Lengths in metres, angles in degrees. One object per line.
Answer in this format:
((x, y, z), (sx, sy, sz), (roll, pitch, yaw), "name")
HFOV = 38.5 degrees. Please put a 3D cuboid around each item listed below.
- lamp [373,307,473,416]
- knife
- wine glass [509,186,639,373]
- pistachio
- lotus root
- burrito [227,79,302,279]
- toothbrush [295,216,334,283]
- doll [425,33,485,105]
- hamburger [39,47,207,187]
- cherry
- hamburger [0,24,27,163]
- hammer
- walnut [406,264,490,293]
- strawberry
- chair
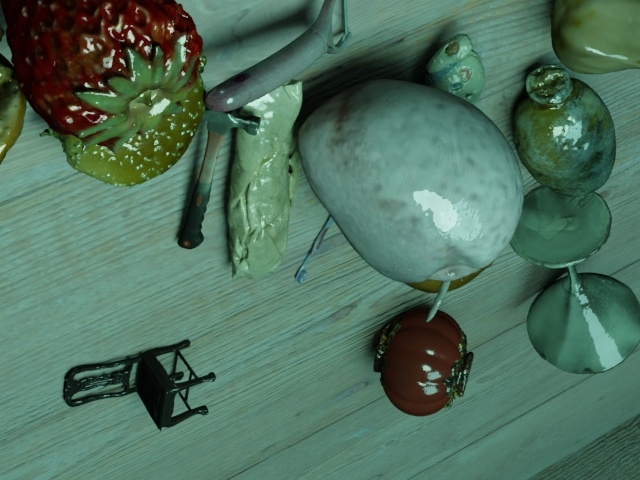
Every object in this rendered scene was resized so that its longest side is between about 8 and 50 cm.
((0.207, 0.250, 1.903), (0.227, 0.227, 0.226), (-22, 141, -19), "lamp")
((-0.040, -0.252, 1.211), (0.278, 0.053, 0.123), (-43, 144, -30), "knife")
((0.538, 0.076, 1.947), (0.267, 0.267, 0.406), (-34, 139, -4), "wine glass")
((0.481, -0.351, 1.475), (0.288, 0.197, 0.166), (-19, 145, -39), "pistachio")
((0.452, -0.175, 1.673), (0.175, 0.175, 0.349), (-41, 142, 6), "lotus root")
((-0.085, -0.085, 1.409), (0.117, 0.076, 0.392), (-17, 139, -24), "burrito")
((0.000, 0.000, 1.618), (0.013, 0.019, 0.193), (3, 126, -40), "toothbrush")
((0.215, -0.251, 1.477), (0.104, 0.071, 0.214), (-23, 149, -4), "doll")
((-0.233, -0.176, 1.156), (0.189, 0.122, 0.215), (17, 116, -46), "hamburger")
((0.140, -0.088, 1.375), (0.291, 0.326, 0.335), (-49, 145, 0), "cherry")
((-0.452, -0.148, 0.936), (0.261, 0.245, 0.211), (6, 158, 15), "hamburger")
((-0.169, -0.087, 1.344), (0.111, 0.033, 0.287), (18, 135, -3), "hammer")
((0.238, -0.029, 1.630), (0.203, 0.203, 0.297), (-1, 138, -38), "walnut")
((-0.251, -0.232, 0.983), (0.205, 0.244, 0.205), (-35, 166, -10), "strawberry")
((-0.312, 0.262, 1.580), (0.229, 0.113, 0.106), (-14, 136, -32), "chair")
